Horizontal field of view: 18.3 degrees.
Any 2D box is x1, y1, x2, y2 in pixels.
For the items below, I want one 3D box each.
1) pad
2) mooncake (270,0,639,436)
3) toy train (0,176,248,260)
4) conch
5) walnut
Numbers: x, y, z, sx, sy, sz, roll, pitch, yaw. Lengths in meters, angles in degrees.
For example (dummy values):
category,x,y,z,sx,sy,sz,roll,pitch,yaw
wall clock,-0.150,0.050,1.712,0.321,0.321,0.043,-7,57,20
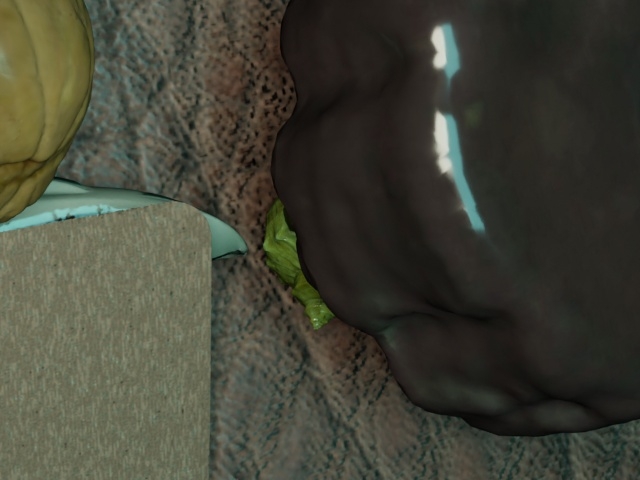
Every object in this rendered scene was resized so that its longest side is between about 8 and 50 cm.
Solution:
category,x,y,z,sx,sy,sz,roll,pitch,yaw
pad,-0.149,0.101,1.217,0.176,0.002,0.266,-11,123,-22
mooncake,0.152,-0.058,1.254,0.381,0.212,0.350,-9,86,-37
toy train,-0.242,0.019,1.202,0.407,0.086,0.088,-14,90,-21
conch,0.000,0.000,1.296,0.074,0.089,0.121,-1,69,16
walnut,-0.248,-0.119,1.112,0.261,0.225,0.225,39,76,16
